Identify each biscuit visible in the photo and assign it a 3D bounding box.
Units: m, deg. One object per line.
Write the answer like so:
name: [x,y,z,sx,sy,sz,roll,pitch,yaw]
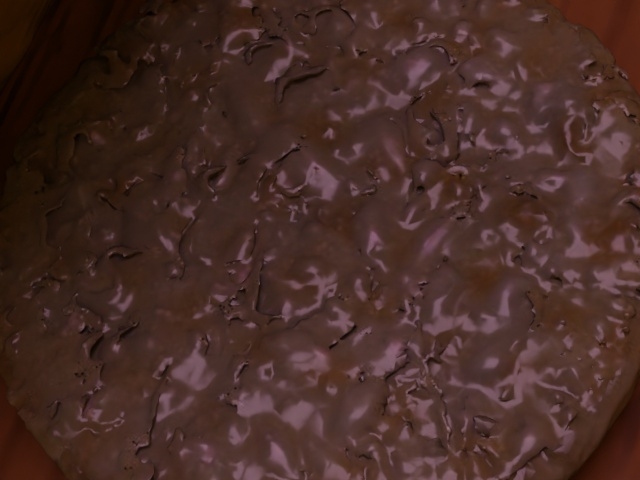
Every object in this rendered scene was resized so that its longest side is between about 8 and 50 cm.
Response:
biscuit: [0.000,0.000,0.378,0.152,0.020,0.152,-6,60,10]

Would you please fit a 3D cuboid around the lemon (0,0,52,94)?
lemon: [-0.168,-0.123,0.324,0.297,0.297,0.297,-5,61,9]
